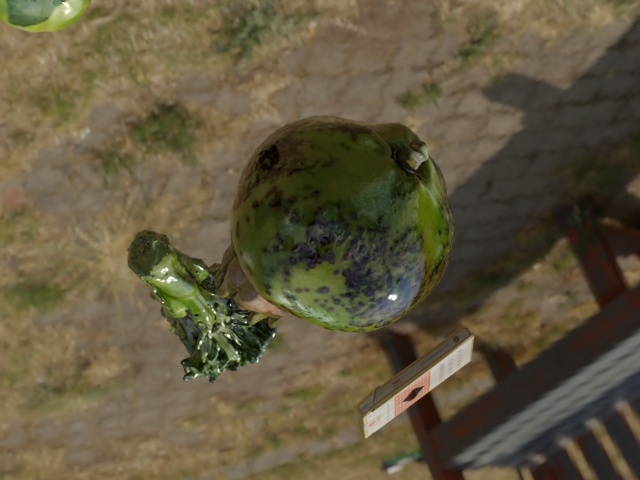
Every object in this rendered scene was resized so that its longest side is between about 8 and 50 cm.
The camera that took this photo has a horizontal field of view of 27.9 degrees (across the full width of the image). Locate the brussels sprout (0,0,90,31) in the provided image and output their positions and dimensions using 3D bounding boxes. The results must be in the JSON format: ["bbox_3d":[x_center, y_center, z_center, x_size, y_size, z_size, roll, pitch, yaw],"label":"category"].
[{"bbox_3d":[-0.308,-0.311,1.303,0.161,0.223,0.223,-13,153,19],"label":"brussels sprout"}]

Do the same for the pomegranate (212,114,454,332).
[{"bbox_3d":[-0.002,-0.016,1.242,0.222,0.204,0.277,11,173,-38],"label":"pomegranate"}]

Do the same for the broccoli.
[{"bbox_3d":[-0.159,0.064,1.607,0.145,0.165,0.304,-32,153,5],"label":"broccoli"}]

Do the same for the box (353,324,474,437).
[{"bbox_3d":[0.056,0.085,0.776,0.083,0.012,0.046,-34,159,-11],"label":"box"}]
